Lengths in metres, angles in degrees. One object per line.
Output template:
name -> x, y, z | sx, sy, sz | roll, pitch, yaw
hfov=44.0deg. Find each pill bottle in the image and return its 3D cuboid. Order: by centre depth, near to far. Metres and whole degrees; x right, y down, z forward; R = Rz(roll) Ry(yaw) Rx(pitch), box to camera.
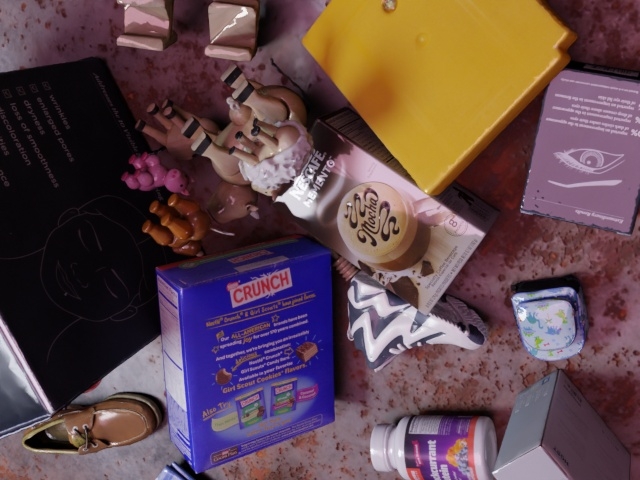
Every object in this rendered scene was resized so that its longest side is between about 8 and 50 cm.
pill bottle -> 0.186, 0.344, 1.308 | 0.194, 0.108, 0.108 | -5, 105, 24

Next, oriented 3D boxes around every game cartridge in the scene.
game cartridge -> 0.152, -0.272, 1.093 | 0.285, 0.053, 0.323 | -47, 68, 28

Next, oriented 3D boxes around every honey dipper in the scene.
honey dipper -> 0.000, 0.000, 1.315 | 0.160, 0.030, 0.030 | 47, 118, 4

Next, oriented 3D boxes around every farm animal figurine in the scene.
farm animal figurine -> -0.140, -0.126, 1.207 | 0.327, 0.330, 0.172 | -39, 130, 24

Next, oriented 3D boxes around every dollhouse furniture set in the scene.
dollhouse furniture set -> -0.259, -0.490, 1.194 | 0.395, 0.256, 0.361 | 6, 112, -2

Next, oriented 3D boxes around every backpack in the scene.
backpack -> 0.343, 0.122, 1.182 | 0.105, 0.084, 0.114 | -10, 106, 28

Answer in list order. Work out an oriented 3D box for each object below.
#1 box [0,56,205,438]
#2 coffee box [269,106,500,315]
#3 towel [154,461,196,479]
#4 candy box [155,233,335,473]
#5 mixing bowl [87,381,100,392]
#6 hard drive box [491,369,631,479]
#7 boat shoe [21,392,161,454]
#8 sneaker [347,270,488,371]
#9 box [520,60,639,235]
box -> -0.475, -0.001, 1.263 | 0.298, 0.472, 0.479 | -23, 97, 28
coffee box -> 0.096, -0.049, 1.207 | 0.297, 0.119, 0.168 | 35, 118, 9
towel -> -0.291, 0.595, 1.621 | 0.209, 0.034, 0.285 | 39, 123, 6
candy box -> -0.115, 0.173, 1.280 | 0.122, 0.268, 0.317 | 26, 122, 52
mixing bowl -> -0.536, 0.248, 1.584 | 0.182, 0.098, 0.181 | 7, 111, 20
hard drive box -> 0.360, 0.325, 1.159 | 0.089, 0.232, 0.181 | -40, 89, 28
boat shoe -> -0.463, 0.386, 1.595 | 0.307, 0.104, 0.110 | -15, 101, 26
sneaker -> 0.142, 0.157, 1.273 | 0.235, 0.094, 0.153 | 19, 115, 16
box -> 0.370, -0.129, 1.072 | 0.153, 0.108, 0.207 | 15, 113, 18
